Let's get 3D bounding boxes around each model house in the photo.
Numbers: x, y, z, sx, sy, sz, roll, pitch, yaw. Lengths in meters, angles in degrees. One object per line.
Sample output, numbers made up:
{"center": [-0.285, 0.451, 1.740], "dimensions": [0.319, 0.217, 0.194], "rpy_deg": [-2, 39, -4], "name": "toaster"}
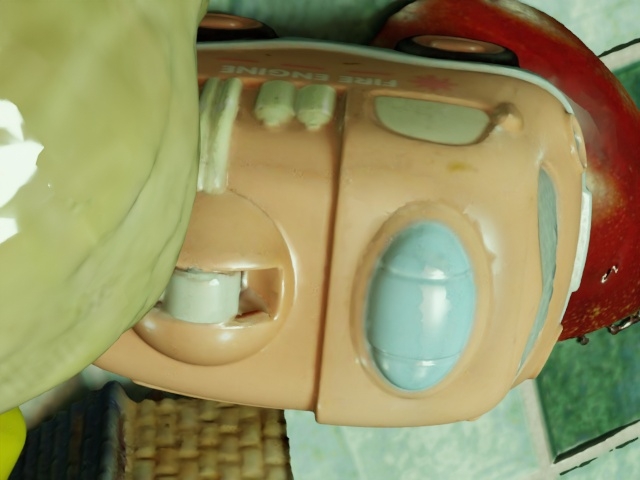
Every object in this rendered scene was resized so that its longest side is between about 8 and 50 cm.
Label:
{"center": [-0.098, 0.180, 0.858], "dimensions": [0.172, 0.166, 0.183], "rpy_deg": [-4, 125, -6], "name": "model house"}

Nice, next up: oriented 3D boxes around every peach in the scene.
{"center": [0.122, -0.020, 0.921], "dimensions": [0.279, 0.068, 0.189], "rpy_deg": [37, 93, -29], "name": "peach"}

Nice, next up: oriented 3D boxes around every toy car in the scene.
{"center": [0.000, 0.000, 0.767], "dimensions": [0.270, 0.212, 0.181], "rpy_deg": [6, 107, 0], "name": "toy car"}

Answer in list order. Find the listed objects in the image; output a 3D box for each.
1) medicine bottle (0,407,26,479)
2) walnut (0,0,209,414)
{"center": [-0.261, 0.196, 0.825], "dimensions": [0.111, 0.076, 0.309], "rpy_deg": [27, 97, -14], "name": "medicine bottle"}
{"center": [-0.218, -0.093, 0.588], "dimensions": [0.381, 0.381, 0.381], "rpy_deg": [-8, 111, -21], "name": "walnut"}
